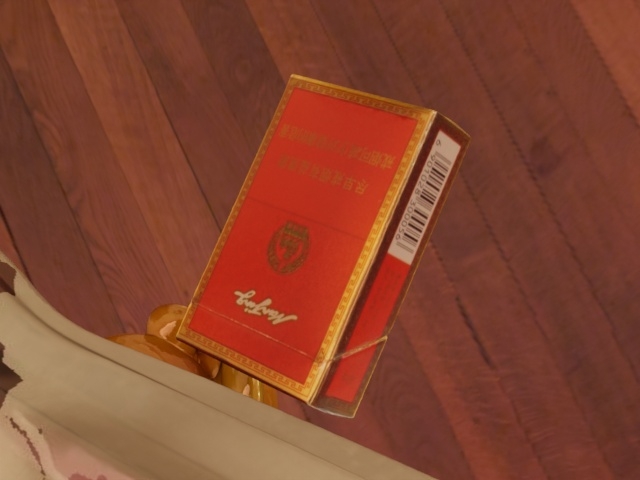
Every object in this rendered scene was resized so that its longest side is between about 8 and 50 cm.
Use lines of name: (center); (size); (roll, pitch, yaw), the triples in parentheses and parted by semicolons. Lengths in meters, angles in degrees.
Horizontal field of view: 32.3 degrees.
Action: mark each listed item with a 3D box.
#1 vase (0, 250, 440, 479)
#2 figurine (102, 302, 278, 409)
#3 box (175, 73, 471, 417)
vase: (-0.004, 0.126, 0.356); (0.360, 0.165, 0.165); (32, 78, 10)
figurine: (-0.150, 0.165, 1.106); (0.228, 0.215, 0.215); (-7, 77, -13)
box: (0.001, 0.000, 0.872); (0.153, 0.074, 0.239); (21, 85, 34)
